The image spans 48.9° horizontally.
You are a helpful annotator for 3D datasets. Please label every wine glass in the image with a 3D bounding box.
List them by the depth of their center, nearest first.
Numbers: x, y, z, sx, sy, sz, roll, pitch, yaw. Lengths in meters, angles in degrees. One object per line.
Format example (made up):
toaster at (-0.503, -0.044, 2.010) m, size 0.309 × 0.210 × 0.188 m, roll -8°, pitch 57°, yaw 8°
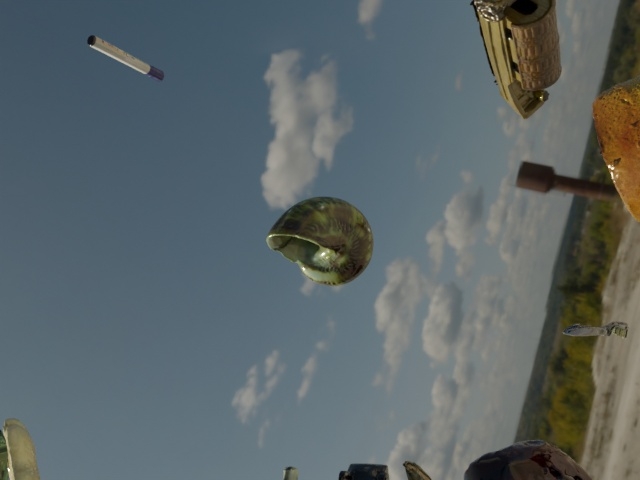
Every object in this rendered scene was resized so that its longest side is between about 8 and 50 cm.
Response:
wine glass at (-0.064, 0.483, 1.372) m, size 0.039 × 0.042 × 0.083 m, roll 59°, pitch -160°, yaw -31°

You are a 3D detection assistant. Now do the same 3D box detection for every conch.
conch at (0.000, -0.002, 1.220) m, size 0.181 × 0.187 × 0.124 m, roll 112°, pitch 168°, yaw -57°

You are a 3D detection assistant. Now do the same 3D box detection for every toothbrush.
toothbrush at (0.616, 0.199, 1.558) m, size 0.413 × 0.035 × 0.042 m, roll 9°, pitch -94°, yaw -51°

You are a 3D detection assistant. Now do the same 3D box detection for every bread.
bread at (-0.395, 0.371, 0.957) m, size 0.039 × 0.182 × 0.251 m, roll -8°, pitch -91°, yaw -29°
bread at (0.634, -0.174, 1.325) m, size 0.312 × 0.172 × 0.312 m, roll 30°, pitch -129°, yaw -45°

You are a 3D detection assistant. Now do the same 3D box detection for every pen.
pen at (-0.512, -0.481, 1.866) m, size 0.269 × 0.033 × 0.033 m, roll 17°, pitch -93°, yaw -61°

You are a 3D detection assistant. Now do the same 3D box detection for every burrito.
burrito at (0.201, 0.499, 1.368) m, size 0.041 × 0.055 × 0.149 m, roll -34°, pitch -67°, yaw -66°

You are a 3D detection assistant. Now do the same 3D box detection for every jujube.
jujube at (0.471, 0.581, 1.451) m, size 0.258 × 0.377 × 0.258 m, roll -39°, pitch -20°, yaw -17°

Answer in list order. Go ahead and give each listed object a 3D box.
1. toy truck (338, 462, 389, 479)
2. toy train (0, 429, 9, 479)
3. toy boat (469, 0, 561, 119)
toy truck at (0.074, 0.536, 1.342) m, size 0.242 × 0.101 × 0.125 m, roll -47°, pitch -50°, yaw -65°
toy train at (-0.524, 0.367, 1.121) m, size 0.038 × 0.071 × 0.148 m, roll -5°, pitch -58°, yaw -45°
toy boat at (0.230, -0.217, 0.799) m, size 0.068 × 0.088 × 0.226 m, roll -42°, pitch -36°, yaw -4°
